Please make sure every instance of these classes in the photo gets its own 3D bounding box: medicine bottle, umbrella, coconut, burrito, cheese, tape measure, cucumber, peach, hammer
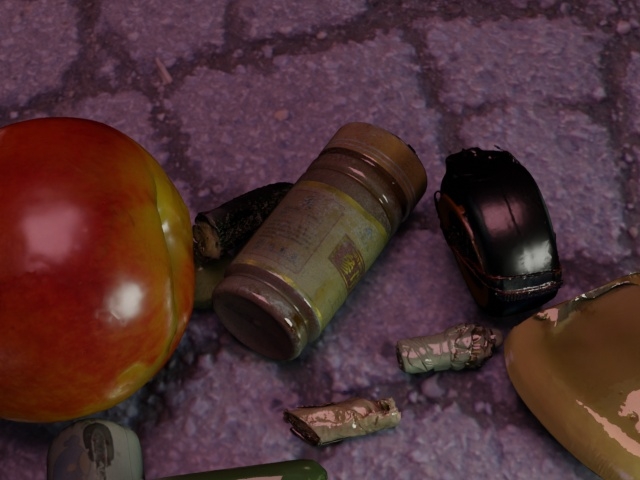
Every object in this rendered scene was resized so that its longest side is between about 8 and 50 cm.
[{"bbox_3d":[0.000,0.000,1.801,0.151,0.151,0.322,26,59,20],"label":"medicine bottle"},{"bbox_3d":[0.170,0.141,1.752,0.143,0.062,0.067,-13,23,-6],"label":"umbrella"},{"bbox_3d":[-0.159,0.044,1.813,0.088,0.096,0.088,-13,14,3],"label":"coconut"},{"bbox_3d":[0.027,0.227,1.701,0.149,0.041,0.055,-8,40,1],"label":"burrito"},{"bbox_3d":[0.399,0.193,1.665,0.259,0.128,0.316,-29,51,-9],"label":"cheese"},{"bbox_3d":[0.237,-0.007,1.768,0.135,0.202,0.223,-17,50,-7],"label":"tape measure"},{"bbox_3d":[-0.101,-0.034,1.843,0.067,0.067,0.245,23,25,19],"label":"cucumber"},{"bbox_3d":[-0.345,0.043,1.661,0.388,0.388,0.388,-1,53,2],"label":"peach"},{"bbox_3d":[-0.157,0.305,1.617,0.335,0.119,0.206,-5,53,-9],"label":"hammer"}]
